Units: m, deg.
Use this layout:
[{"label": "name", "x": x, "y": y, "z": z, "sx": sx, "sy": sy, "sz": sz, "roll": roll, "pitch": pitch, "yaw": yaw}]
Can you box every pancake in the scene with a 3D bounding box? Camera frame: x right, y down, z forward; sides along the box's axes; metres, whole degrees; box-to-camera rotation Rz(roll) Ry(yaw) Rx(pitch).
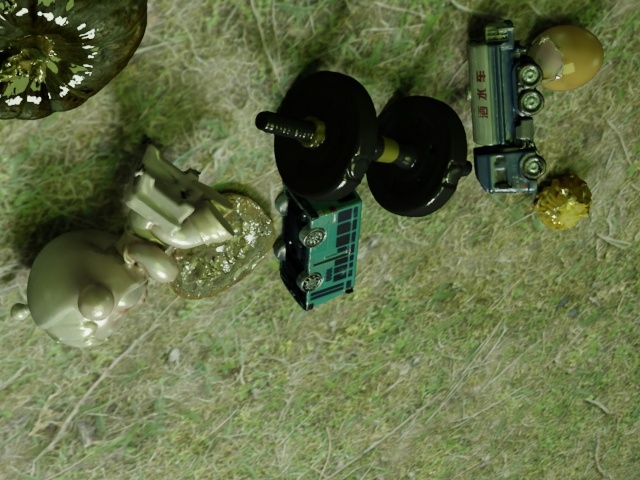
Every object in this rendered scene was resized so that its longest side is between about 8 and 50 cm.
[{"label": "pancake", "x": -0.123, "y": 0.008, "z": 1.654, "sx": 0.158, "sy": 0.028, "sz": 0.158, "roll": -23, "pitch": 140, "yaw": -21}]

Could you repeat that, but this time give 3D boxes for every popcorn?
[{"label": "popcorn", "x": 0.329, "y": -0.053, "z": 1.911, "sx": 0.082, "sy": 0.057, "sz": 0.083, "roll": -26, "pitch": 144, "yaw": -3}]

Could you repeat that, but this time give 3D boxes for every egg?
[{"label": "egg", "x": 0.298, "y": -0.220, "z": 1.697, "sx": 0.096, "sy": 0.080, "sz": 0.080, "roll": -7, "pitch": 133, "yaw": -40}]

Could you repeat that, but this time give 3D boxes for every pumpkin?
[{"label": "pumpkin", "x": -0.260, "y": -0.200, "z": 1.233, "sx": 0.223, "sy": 0.157, "sz": 0.224, "roll": -14, "pitch": 144, "yaw": -11}]

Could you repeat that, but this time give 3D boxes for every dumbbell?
[{"label": "dumbbell", "x": 0.057, "y": -0.105, "z": 1.580, "sx": 0.325, "sy": 0.143, "sz": 0.143, "roll": 9, "pitch": 124, "yaw": -42}]

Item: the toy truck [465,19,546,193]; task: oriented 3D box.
[{"label": "toy truck", "x": 0.215, "y": -0.154, "z": 1.646, "sx": 0.088, "sy": 0.074, "sz": 0.202, "roll": -5, "pitch": 105, "yaw": 1}]

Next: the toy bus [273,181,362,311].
[{"label": "toy bus", "x": 0.000, "y": 0.000, "z": 1.697, "sx": 0.091, "sy": 0.079, "sz": 0.160, "roll": -18, "pitch": 137, "yaw": -22}]

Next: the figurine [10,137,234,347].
[{"label": "figurine", "x": -0.225, "y": 0.023, "z": 1.493, "sx": 0.257, "sy": 0.182, "sz": 0.144, "roll": -45, "pitch": 126, "yaw": 14}]
